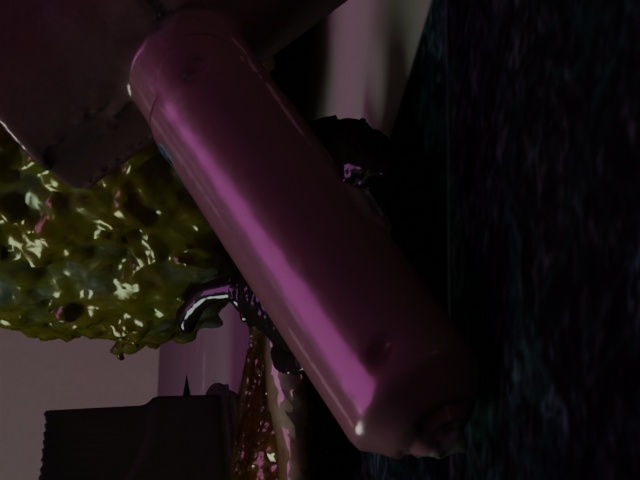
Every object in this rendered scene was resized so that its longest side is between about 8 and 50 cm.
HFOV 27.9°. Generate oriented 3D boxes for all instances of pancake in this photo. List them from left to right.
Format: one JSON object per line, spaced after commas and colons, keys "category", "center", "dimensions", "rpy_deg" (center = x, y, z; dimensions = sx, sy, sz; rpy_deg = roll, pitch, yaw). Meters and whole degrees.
{"category": "pancake", "center": [-0.024, 0.102, 0.805], "dimensions": [0.282, 0.049, 0.282], "rpy_deg": [-175, 90, -83]}

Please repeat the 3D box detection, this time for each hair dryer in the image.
{"category": "hair dryer", "center": [-0.015, -0.054, 0.557], "dimensions": [0.352, 0.210, 0.125], "rpy_deg": [55, -179, 33]}

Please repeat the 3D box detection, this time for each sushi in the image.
{"category": "sushi", "center": [-0.149, -0.114, 0.971], "dimensions": [0.351, 0.240, 0.396], "rpy_deg": [110, 168, -57]}

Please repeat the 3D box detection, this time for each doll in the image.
{"category": "doll", "center": [0.000, 0.000, 0.625], "dimensions": [0.165, 0.057, 0.139], "rpy_deg": [-4, 60, 57]}

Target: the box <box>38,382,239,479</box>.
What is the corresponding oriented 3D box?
{"category": "box", "center": [-0.152, 0.230, 1.098], "dimensions": [0.274, 0.178, 0.138], "rpy_deg": [-111, 27, -65]}
